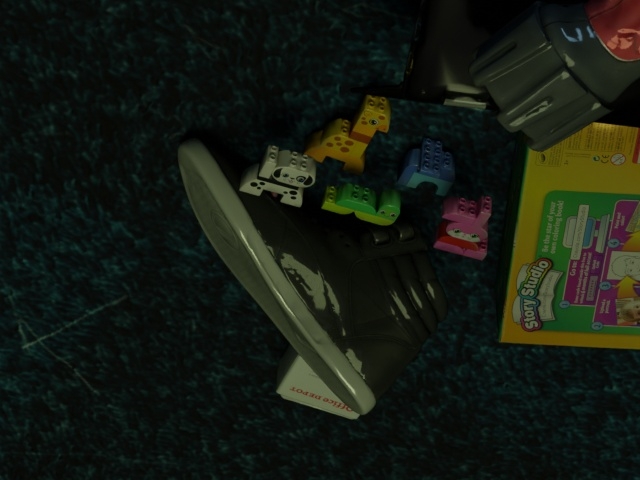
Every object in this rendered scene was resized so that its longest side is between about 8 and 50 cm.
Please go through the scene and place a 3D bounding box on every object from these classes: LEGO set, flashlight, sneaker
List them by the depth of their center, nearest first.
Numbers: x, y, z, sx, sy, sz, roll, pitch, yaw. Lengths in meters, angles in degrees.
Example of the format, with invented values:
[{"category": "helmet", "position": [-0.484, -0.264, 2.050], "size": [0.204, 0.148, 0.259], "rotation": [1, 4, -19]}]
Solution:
[{"category": "flashlight", "position": [0.229, -0.169, 1.168], "size": [0.304, 0.103, 0.103], "rotation": [-32, 97, 22]}, {"category": "LEGO set", "position": [0.055, -0.070, 1.664], "size": [0.227, 0.087, 0.093], "rotation": [15, 144, -11]}, {"category": "sneaker", "position": [0.000, 0.000, 1.732], "size": [0.147, 0.104, 0.295], "rotation": [-39, 98, -14]}]

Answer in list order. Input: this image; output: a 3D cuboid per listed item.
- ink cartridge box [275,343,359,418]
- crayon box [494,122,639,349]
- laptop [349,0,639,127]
[{"category": "ink cartridge box", "position": [0.021, 0.106, 1.839], "size": [0.089, 0.052, 0.122], "rotation": [20, 127, -14]}, {"category": "crayon box", "position": [0.251, -0.028, 1.702], "size": [0.165, 0.081, 0.278], "rotation": [3, 130, -1]}, {"category": "laptop", "position": [0.247, -0.188, 1.365], "size": [0.382, 0.236, 0.408], "rotation": [6, 128, -8]}]
